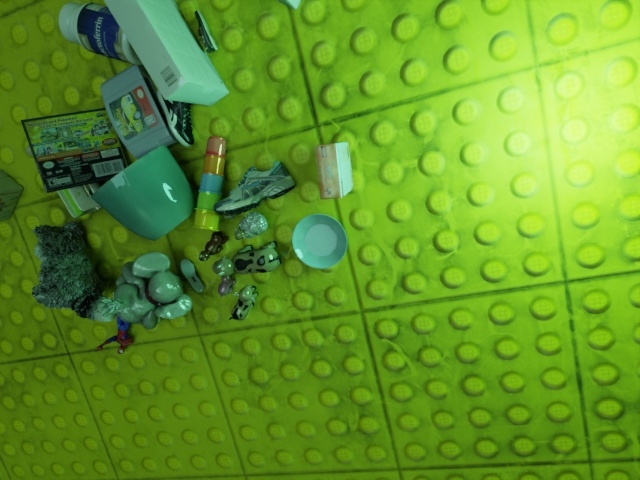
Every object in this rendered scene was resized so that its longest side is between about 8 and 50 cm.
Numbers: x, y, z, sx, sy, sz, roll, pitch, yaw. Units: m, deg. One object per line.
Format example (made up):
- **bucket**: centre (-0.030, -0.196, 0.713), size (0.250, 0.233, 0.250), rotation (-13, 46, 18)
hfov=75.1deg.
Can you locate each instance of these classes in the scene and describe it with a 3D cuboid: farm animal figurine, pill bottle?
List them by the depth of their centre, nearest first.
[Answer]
- **pill bottle**: centre (-0.701, -0.685, 1.368), size (0.265, 0.153, 0.153), rotation (18, 107, 9)
- **farm animal figurine**: centre (-0.277, 0.105, 1.462), size (0.327, 0.172, 0.330), rotation (-26, 97, 18)

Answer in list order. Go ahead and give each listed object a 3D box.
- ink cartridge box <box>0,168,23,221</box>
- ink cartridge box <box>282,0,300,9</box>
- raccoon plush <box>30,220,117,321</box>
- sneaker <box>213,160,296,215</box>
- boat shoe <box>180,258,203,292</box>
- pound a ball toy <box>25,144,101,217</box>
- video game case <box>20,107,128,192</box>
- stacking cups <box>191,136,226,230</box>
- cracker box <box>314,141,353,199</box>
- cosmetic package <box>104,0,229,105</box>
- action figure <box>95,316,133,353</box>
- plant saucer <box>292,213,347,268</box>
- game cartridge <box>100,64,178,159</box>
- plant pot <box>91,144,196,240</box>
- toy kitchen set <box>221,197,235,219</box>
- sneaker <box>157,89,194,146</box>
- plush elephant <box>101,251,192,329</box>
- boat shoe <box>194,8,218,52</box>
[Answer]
- **ink cartridge box**: centre (-1.306, -0.174, 1.650), size (0.127, 0.128, 0.176), rotation (38, 109, 1)
- **ink cartridge box**: centre (-0.167, -0.777, 1.156), size (0.201, 0.278, 0.117), rotation (28, 108, 5)
- **raccoon plush**: centre (-0.897, 0.097, 1.573), size (0.447, 0.216, 0.299), rotation (10, 103, 19)
- **sneaker**: centre (-0.233, -0.175, 1.401), size (0.283, 0.110, 0.122), rotation (-24, 87, -9)
- **boat shoe**: centre (-0.495, 0.138, 1.589), size (0.040, 0.049, 0.142), rotation (-25, 93, 56)
- **pound a ball toy**: centre (-0.942, -0.251, 1.564), size (0.208, 0.136, 0.319), rotation (-15, 104, 46)
- **video game case**: centre (-0.849, -0.321, 1.462), size (0.275, 0.035, 0.248), rotation (-19, 97, -24)
- **stacking cups**: centre (-0.370, -0.192, 1.430), size (0.096, 0.096, 0.316), rotation (8, 87, 11)
- **cracker box**: centre (0.046, -0.219, 1.273), size (0.067, 0.232, 0.155), rotation (-3, 103, 13)
- **cosmetic package**: centre (-0.466, -0.605, 1.266), size (0.097, 0.284, 0.377), rotation (-29, 96, 20)
- **action figure**: centre (-0.816, 0.352, 1.673), size (0.092, 0.139, 0.280), rotation (15, 109, 10)
- **plant saucer**: centre (0.000, 0.000, 1.443), size (0.195, 0.037, 0.194), rotation (3, 105, 13)
- **game cartridge**: centre (-0.648, -0.446, 1.472), size (0.196, 0.060, 0.294), rotation (-21, 99, 21)
- **plant pot**: centre (-0.571, -0.143, 1.419), size (0.293, 0.293, 0.235), rotation (-30, 109, 18)
- **toy kitchen set**: centre (-0.335, -0.100, 1.486), size (0.075, 0.068, 0.083), rotation (-36, 66, 32)
- **sneaker**: centre (-0.460, -0.438, 1.414), size (0.121, 0.079, 0.216), rotation (-22, 97, 19)
- **plush elephant**: centre (-0.606, 0.184, 1.525), size (0.256, 0.330, 0.271), rotation (-18, 92, -2)
- **boat shoe**: centre (-0.379, -0.678, 1.350), size (0.042, 0.049, 0.133), rotation (-20, 103, 9)
